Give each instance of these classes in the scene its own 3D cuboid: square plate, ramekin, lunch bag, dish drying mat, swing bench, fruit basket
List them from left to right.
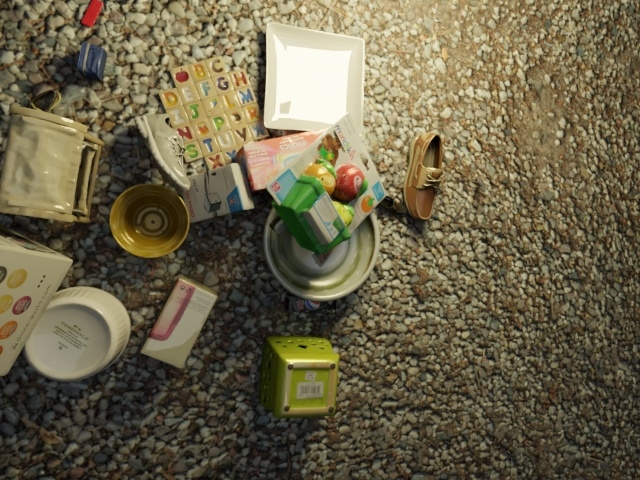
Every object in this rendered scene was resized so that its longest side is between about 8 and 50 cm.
[{"bbox_3d":[-0.701,-0.182,1.105,0.165,0.255,0.253,9,88,-17],"label":"swing bench"},{"bbox_3d":[-0.691,0.269,1.181,0.273,0.127,0.273,0,91,-17],"label":"ramekin"},{"bbox_3d":[-0.664,-0.513,1.209,0.065,0.067,0.098,11,89,-17],"label":"lunch bag"},{"bbox_3d":[-0.673,-0.670,1.235,0.032,0.008,0.083,23,85,-15],"label":"dish drying mat"},{"bbox_3d":[-0.019,-0.531,1.417,0.347,0.049,0.344,1,91,-17],"label":"square plate"},{"bbox_3d":[0.046,-0.144,1.247,0.353,0.165,0.327,-42,125,-16],"label":"fruit basket"}]

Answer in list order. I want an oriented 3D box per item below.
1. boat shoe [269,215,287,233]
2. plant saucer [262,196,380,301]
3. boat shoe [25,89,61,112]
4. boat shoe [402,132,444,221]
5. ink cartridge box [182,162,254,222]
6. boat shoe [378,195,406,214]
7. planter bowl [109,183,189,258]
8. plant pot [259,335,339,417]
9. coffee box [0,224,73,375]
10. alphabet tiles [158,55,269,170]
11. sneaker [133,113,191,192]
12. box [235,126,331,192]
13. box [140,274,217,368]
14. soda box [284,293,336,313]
[{"bbox_3d":[-0.099,-0.079,1.298,0.040,0.049,0.142,34,64,29],"label":"boat shoe"},{"bbox_3d":[0.000,0.000,1.404,0.400,0.100,0.400,0,90,-17],"label":"plant saucer"},{"bbox_3d":[-0.800,-0.370,1.178,0.056,0.049,0.152,38,81,-15],"label":"boat shoe"},{"bbox_3d":[0.376,-0.230,1.502,0.123,0.116,0.324,0,91,-24],"label":"boat shoe"},{"bbox_3d":[-0.314,-0.141,1.266,0.191,0.082,0.139,-13,95,18],"label":"ink cartridge box"},{"bbox_3d":[0.256,-0.127,1.512,0.133,0.042,0.049,23,82,-18],"label":"boat shoe"},{"bbox_3d":[-0.504,-0.057,1.253,0.217,0.090,0.217,0,91,-16],"label":"planter bowl"},{"bbox_3d":[-0.062,0.440,1.337,0.228,0.207,0.227,6,89,-18],"label":"plant pot"},{"bbox_3d":[-0.890,0.104,0.956,0.338,0.334,0.337,25,83,8],"label":"coffee box"},{"bbox_3d":[-0.335,-0.402,1.341,0.285,0.011,0.342,-22,97,-15],"label":"alphabet tiles"},{"bbox_3d":[-0.440,-0.269,1.227,0.115,0.105,0.281,-27,77,-18],"label":"sneaker"},{"bbox_3d":[-0.099,-0.252,1.336,0.300,0.154,0.142,-17,96,-20],"label":"box"},{"bbox_3d":[-0.419,0.236,1.254,0.127,0.148,0.232,28,82,-15],"label":"box"},{"bbox_3d":[-0.034,0.215,1.417,0.169,0.060,0.053,5,88,-17],"label":"soda box"}]
